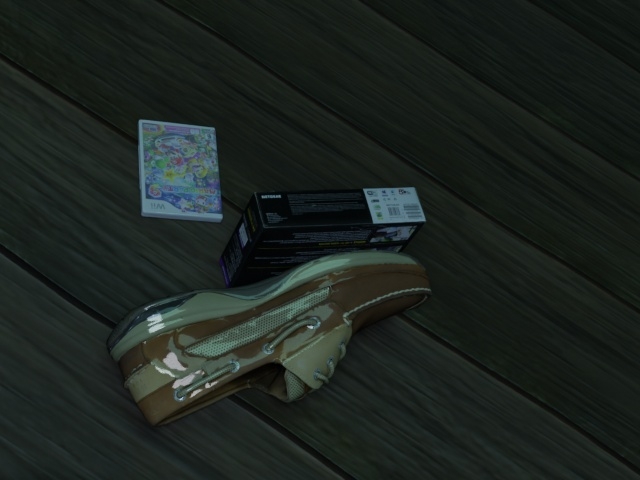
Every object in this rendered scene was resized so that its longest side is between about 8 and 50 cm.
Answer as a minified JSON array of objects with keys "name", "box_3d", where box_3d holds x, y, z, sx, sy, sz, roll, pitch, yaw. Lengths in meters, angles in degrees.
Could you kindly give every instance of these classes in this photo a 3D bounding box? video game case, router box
[{"name":"video game case","box_3d":[-0.153,-0.076,1.163,0.087,0.011,0.122,5,57,-20]},{"name":"router box","box_3d":[0.000,0.000,1.100,0.178,0.133,0.046,-2,60,-24]}]

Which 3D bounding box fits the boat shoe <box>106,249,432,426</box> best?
[{"name":"boat shoe","box_3d":[-0.039,0.100,1.039,0.324,0.122,0.120,-14,70,-21]}]
